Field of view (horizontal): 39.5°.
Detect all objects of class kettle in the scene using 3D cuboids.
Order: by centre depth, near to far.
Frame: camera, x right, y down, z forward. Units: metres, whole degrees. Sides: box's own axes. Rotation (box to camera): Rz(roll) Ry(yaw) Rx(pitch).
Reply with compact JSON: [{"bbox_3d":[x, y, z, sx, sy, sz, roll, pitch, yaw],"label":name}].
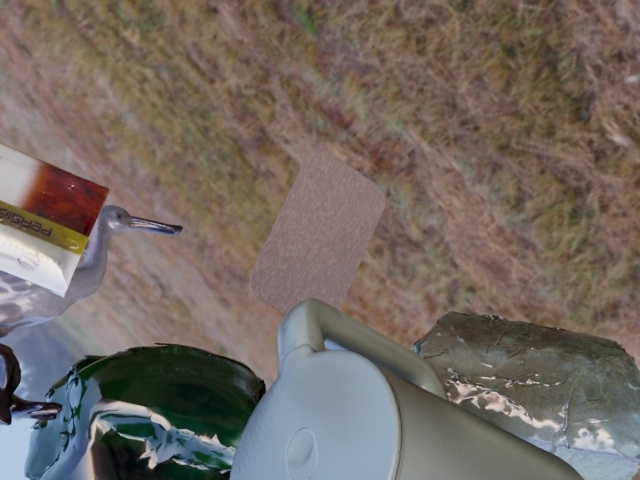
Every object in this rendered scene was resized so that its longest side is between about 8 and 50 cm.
[{"bbox_3d":[0.097,0.218,0.825,0.318,0.265,0.205,31,154,-35],"label":"kettle"}]

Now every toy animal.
[{"bbox_3d":[-0.324,0.058,1.024,0.195,0.324,0.090,35,150,-10],"label":"toy animal"}]

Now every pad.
[{"bbox_3d":[0.000,0.000,1.427,0.176,0.266,0.002,32,166,-30],"label":"pad"}]

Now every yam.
[{"bbox_3d":[0.234,0.192,1.079,0.202,0.271,0.201,99,175,-53],"label":"yam"}]

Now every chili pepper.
[{"bbox_3d":[-0.201,0.245,1.046,0.257,0.248,0.233,17,167,-26],"label":"chili pepper"}]

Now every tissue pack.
[{"bbox_3d":[-0.277,-0.027,0.783,0.149,0.106,0.099,23,174,-18],"label":"tissue pack"}]
